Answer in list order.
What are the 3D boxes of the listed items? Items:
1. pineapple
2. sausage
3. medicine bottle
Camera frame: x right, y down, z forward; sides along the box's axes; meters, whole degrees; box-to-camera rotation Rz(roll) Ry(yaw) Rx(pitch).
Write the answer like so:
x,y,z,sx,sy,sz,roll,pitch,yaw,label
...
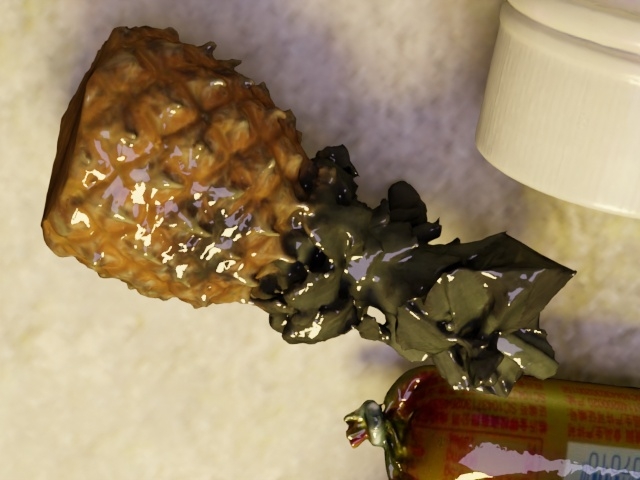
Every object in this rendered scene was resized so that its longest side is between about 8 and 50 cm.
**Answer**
x,y,z,sx,sy,sz,roll,pitch,yaw,label
0.000,0.000,0.601,0.237,0.119,0.111,23,122,-14,pineapple
0.194,0.111,0.683,0.371,0.082,0.082,6,111,-6,sausage
0.140,-0.136,0.547,0.139,0.139,0.237,10,112,-8,medicine bottle
